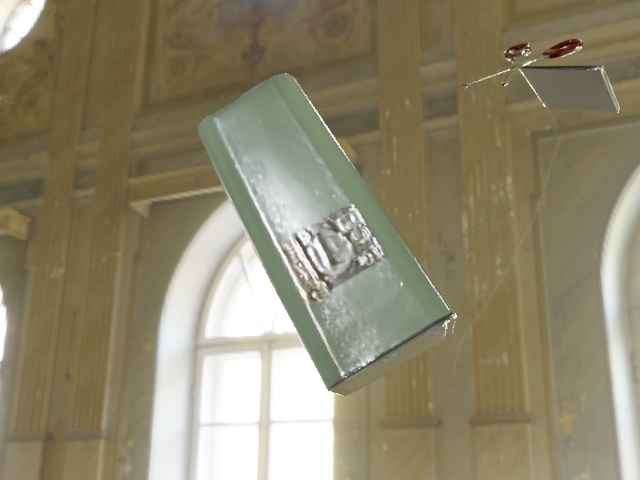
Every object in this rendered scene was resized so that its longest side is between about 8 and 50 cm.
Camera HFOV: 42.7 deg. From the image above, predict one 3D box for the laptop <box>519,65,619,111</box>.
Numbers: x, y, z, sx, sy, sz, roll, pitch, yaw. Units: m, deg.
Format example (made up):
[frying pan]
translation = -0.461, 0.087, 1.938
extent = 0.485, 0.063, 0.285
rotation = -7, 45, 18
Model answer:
[laptop]
translation = 0.427, -0.260, 1.391
extent = 0.135, 0.016, 0.197
rotation = 8, -8, 29

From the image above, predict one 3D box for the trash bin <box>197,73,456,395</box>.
[trash bin]
translation = 0.000, 0.000, 0.978
extent = 0.158, 0.344, 0.223
rotation = -32, -14, 0

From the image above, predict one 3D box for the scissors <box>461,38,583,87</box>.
[scissors]
translation = 0.345, -0.307, 1.427
extent = 0.144, 0.017, 0.247
rotation = 7, 30, 42
